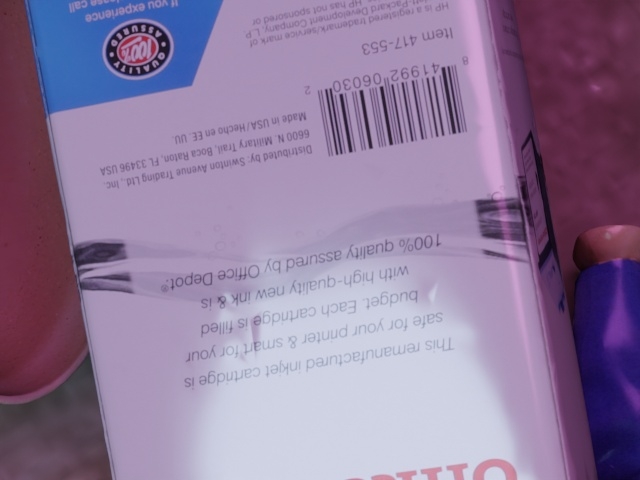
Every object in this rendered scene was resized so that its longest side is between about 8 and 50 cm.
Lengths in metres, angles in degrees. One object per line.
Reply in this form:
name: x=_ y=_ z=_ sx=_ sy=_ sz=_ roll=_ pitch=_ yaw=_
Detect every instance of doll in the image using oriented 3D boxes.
doll: x=0.094 y=0.091 z=0.655 sx=0.129 sy=0.046 sz=0.189 roll=-4 pitch=73 yaw=3

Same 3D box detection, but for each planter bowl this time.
planter bowl: x=-0.143 y=-0.029 z=0.626 sx=0.109 sy=0.162 sz=0.162 roll=-2 pitch=70 yaw=22

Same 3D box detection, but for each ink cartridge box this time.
ink cartridge box: x=0.000 y=0.000 z=0.610 sx=0.139 sy=0.082 sz=0.191 roll=-10 pitch=92 yaw=13
